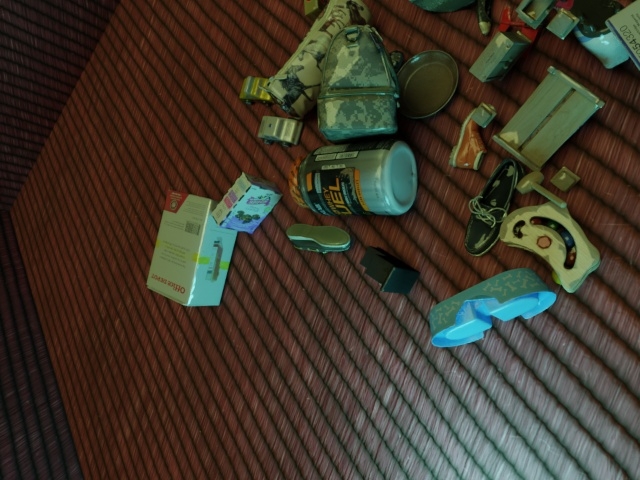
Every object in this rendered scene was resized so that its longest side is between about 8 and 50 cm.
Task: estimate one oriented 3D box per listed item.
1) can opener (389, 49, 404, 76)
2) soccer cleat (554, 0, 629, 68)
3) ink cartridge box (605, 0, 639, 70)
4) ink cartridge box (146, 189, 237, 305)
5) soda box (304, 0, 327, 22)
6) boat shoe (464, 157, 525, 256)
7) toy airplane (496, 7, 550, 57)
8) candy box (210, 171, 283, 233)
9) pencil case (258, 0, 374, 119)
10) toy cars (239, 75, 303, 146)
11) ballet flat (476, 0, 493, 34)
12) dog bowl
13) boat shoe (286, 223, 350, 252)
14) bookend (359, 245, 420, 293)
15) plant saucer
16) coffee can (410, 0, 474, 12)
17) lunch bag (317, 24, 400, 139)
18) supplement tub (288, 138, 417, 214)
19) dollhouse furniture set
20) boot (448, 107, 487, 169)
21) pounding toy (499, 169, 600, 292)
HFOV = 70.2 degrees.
[{"bbox_3d":[0.198,-0.480,1.372,0.059,0.073,0.186,29,108,20],"label":"can opener"},{"bbox_3d":[0.613,-0.520,1.047,0.116,0.143,0.331,-23,46,31],"label":"soccer cleat"},{"bbox_3d":[0.747,-0.360,0.827,0.330,0.071,0.324,-33,87,12],"label":"ink cartridge box"},{"bbox_3d":[-0.478,0.026,1.717,0.279,0.160,0.385,15,91,37],"label":"ink cartridge box"},{"bbox_3d":[-0.019,-0.861,1.589,0.058,0.061,0.181,-14,74,35],"label":"soda box"},{"bbox_3d":[0.423,-0.081,1.123,0.095,0.079,0.255,36,103,34],"label":"boat shoe"},{"bbox_3d":[0.508,-0.547,1.149,0.151,0.028,0.151,14,107,56],"label":"toy airplane"},{"bbox_3d":[-0.252,-0.125,1.573,0.196,0.165,0.070,-48,59,20],"label":"candy box"},{"bbox_3d":[-0.009,-0.587,1.443,0.160,0.183,0.410,45,103,30],"label":"pencil case"},{"bbox_3d":[-0.201,-0.478,1.643,0.176,0.087,0.394,-39,62,25],"label":"toy cars"},{"bbox_3d":[0.447,-0.633,1.210,0.049,0.057,0.173,4,84,39],"label":"ballet flat"},{"bbox_3d":[0.387,0.158,1.066,0.297,0.166,0.074,-33,53,28],"label":"dog bowl"},{"bbox_3d":[0.000,0.000,1.431,0.227,0.069,0.081,11,49,33],"label":"boat shoe"},{"bbox_3d":[0.163,0.074,1.240,0.156,0.157,0.072,34,102,34],"label":"bookend"},{"bbox_3d":[0.301,-0.440,1.300,0.198,0.036,0.199,-6,79,35],"label":"plant saucer"},{"bbox_3d":[0.348,-0.799,1.222,0.201,0.201,0.275,12,90,37],"label":"coffee can"},{"bbox_3d":[0.106,-0.402,1.222,0.212,0.305,0.256,-2,95,10],"label":"lunch bag"},{"bbox_3d":[0.087,-0.174,1.307,0.338,0.207,0.207,2,83,37],"label":"supplement tub"},{"bbox_3d":[0.549,-0.348,1.055,0.355,0.174,0.303,45,129,13],"label":"dollhouse furniture set"},{"bbox_3d":[0.403,-0.261,1.186,0.084,0.059,0.158,25,106,33],"label":"boot"},{"bbox_3d":[0.489,-0.014,1.015,0.154,0.155,0.270,-35,64,23],"label":"pounding toy"}]
